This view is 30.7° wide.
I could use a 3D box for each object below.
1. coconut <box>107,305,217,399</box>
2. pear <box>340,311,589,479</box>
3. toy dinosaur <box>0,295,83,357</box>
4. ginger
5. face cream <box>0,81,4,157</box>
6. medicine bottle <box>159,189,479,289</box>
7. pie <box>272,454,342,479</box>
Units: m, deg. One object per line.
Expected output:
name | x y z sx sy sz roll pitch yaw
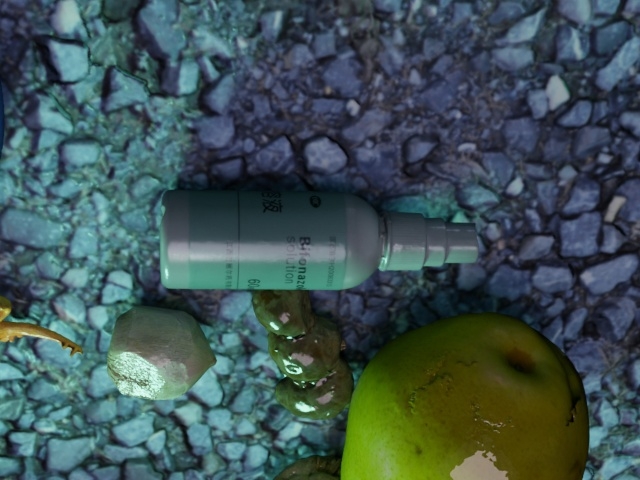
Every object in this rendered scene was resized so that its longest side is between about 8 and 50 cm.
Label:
coconut | -0.182 0.133 1.351 0.124 0.110 0.110 12 116 -4
pear | 0.158 0.238 1.366 0.285 0.285 0.336 31 140 -20
toy dinosaur | -0.416 0.090 1.323 0.288 0.070 0.117 32 111 -29
ginger | -0.022 0.127 1.377 0.104 0.080 0.204 -9 122 13
face cream | -0.402 -0.116 1.207 0.149 0.083 0.264 5 117 0
medicine bottle | 0.000 0.000 1.295 0.352 0.110 0.110 0 118 -6
pie | -0.003 0.367 1.486 0.163 0.079 0.193 -37 120 -5
